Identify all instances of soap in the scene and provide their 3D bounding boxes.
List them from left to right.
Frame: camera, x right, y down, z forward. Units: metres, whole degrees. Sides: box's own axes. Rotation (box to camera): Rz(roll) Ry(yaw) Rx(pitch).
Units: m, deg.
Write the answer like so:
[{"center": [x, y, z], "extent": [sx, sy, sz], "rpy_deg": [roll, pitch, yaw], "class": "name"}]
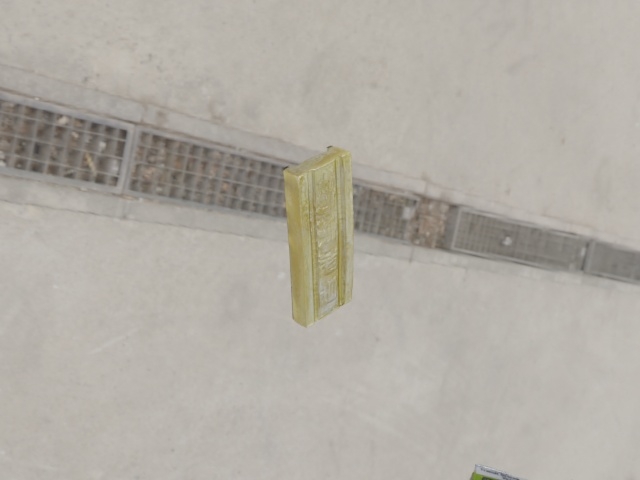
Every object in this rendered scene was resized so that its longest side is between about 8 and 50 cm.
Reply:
[{"center": [0.001, 0.000, 1.149], "extent": [0.092, 0.037, 0.252], "rpy_deg": [-29, 133, -31], "class": "soap"}]

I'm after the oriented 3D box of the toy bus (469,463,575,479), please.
[{"center": [0.401, 0.494, 1.548], "extent": [0.139, 0.301, 0.113], "rpy_deg": [-74, 179, -62], "class": "toy bus"}]
